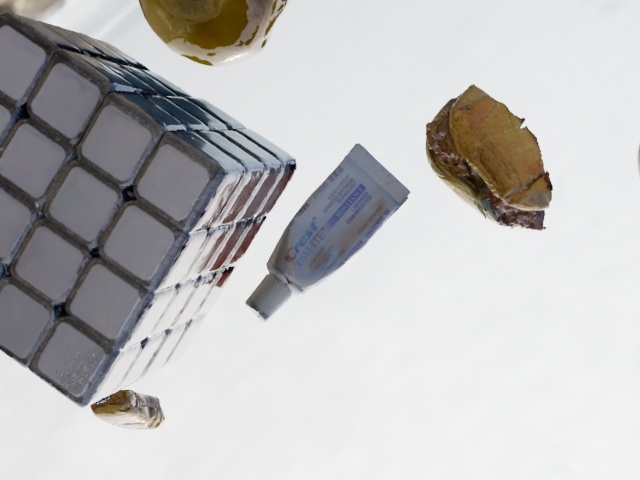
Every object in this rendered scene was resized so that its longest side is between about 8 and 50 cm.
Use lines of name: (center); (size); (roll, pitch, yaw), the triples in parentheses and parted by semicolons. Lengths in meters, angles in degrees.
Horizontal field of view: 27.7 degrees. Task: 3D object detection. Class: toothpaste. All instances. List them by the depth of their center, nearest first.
toothpaste: (0.001, 0.001, 1.845); (0.282, 0.099, 0.068); (-48, -138, -4)

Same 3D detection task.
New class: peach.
peach: (-0.160, -0.379, 1.879); (0.251, 0.251, 0.153); (-33, 174, 30)

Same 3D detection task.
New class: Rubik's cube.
Rubik's cube: (-0.281, -0.044, 1.617); (0.344, 0.337, 0.344); (-57, 172, 9)

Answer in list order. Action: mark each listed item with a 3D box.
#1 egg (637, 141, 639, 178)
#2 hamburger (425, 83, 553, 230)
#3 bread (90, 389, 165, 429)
egg: (0.690, -0.163, 2.454); (0.183, 0.217, 0.183); (-8, -177, 0)
hamburger: (0.313, -0.156, 2.463); (0.155, 0.245, 0.282); (114, -16, -58)
bread: (-0.297, 0.261, 2.000); (0.074, 0.053, 0.132); (-6, 162, 18)
